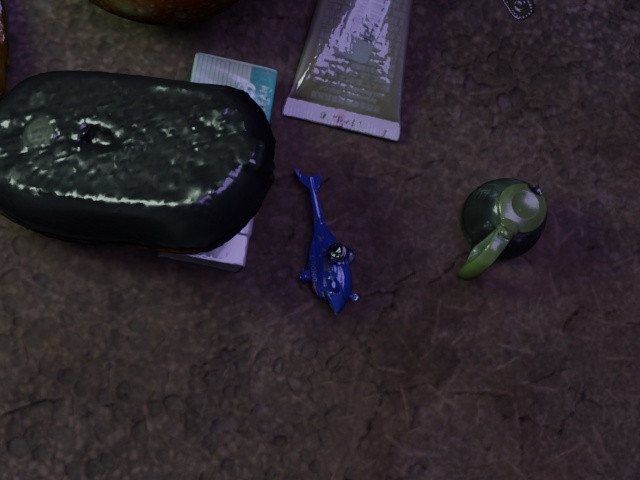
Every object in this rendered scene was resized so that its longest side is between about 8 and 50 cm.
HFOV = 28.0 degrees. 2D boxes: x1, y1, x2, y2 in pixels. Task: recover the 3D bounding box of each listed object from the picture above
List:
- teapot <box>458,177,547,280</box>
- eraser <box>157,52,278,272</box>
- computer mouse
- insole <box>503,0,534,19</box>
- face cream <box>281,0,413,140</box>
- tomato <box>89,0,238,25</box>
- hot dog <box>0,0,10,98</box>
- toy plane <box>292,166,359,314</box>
[{"bbox_3d":[0.210,-0.014,1.430,0.092,0.091,0.124,10,77,-9],"label":"teapot"},{"bbox_3d":[-0.110,-0.085,1.392,0.095,0.052,0.225,11,78,-11],"label":"eraser"},{"bbox_3d":[-0.196,-0.081,1.310,0.323,0.116,0.183,8,73,16],"label":"computer mouse"},{"bbox_3d":[0.209,-0.320,1.532,0.045,0.002,0.135,-35,89,-16],"label":"insole"},{"bbox_3d":[0.057,-0.292,1.461,0.137,0.084,0.341,12,86,-8],"label":"face cream"},{"bbox_3d":[-0.161,-0.348,1.344,0.270,0.223,0.270,0,56,0],"label":"tomato"},{"bbox_3d":[-0.394,-0.260,1.350,0.115,0.072,0.269,-11,81,-13],"label":"hot dog"},{"bbox_3d":[0.000,0.000,1.406,0.062,0.054,0.167,-12,82,11],"label":"toy plane"}]
